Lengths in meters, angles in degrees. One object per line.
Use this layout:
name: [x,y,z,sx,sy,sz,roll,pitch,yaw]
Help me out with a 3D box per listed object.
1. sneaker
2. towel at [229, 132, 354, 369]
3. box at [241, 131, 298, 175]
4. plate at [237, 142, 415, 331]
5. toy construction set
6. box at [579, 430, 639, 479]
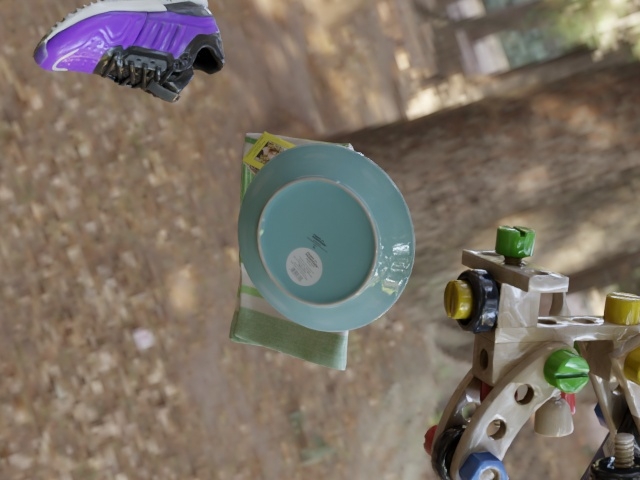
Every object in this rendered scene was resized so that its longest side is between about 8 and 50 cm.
sneaker: [-0.249,-0.257,1.893,0.293,0.102,0.146,-19,79,-37]
towel: [-0.042,0.010,2.020,0.038,0.248,0.325,-1,98,-44]
box: [0.002,-0.069,1.812,0.232,0.058,0.087,26,-16,43]
plate: [0.000,0.000,1.320,0.024,0.188,0.188,-27,98,-65]
toy construction set: [0.222,0.093,1.284,0.309,0.257,0.237,-62,148,-80]
box: [0.379,0.311,1.711,0.136,0.036,0.225,-97,-155,-54]
